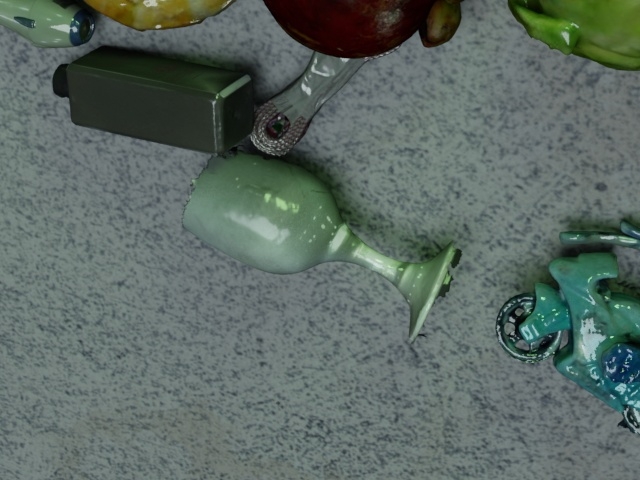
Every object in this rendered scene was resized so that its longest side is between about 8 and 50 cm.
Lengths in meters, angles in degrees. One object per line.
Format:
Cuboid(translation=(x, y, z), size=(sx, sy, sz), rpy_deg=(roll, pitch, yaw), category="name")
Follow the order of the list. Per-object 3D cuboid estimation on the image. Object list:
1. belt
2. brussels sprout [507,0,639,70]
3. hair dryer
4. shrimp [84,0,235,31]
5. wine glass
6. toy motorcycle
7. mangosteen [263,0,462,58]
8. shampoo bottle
Cuboid(translation=(0.000, -0.182, 1.506), size=(0.071, 0.053, 0.232), rpy_deg=(43, 124, -9), category="belt")
Cuboid(translation=(0.306, -0.287, 1.247), size=(0.294, 0.227, 0.259), rpy_deg=(-14, 130, 16), category="brussels sprout")
Cuboid(translation=(-0.346, -0.318, 1.539), size=(0.167, 0.067, 0.199), rpy_deg=(2, 110, 23), category="hair dryer")
Cuboid(translation=(-0.186, -0.432, 1.395), size=(0.272, 0.085, 0.445), rpy_deg=(-7, 116, 12), category="shrimp")
Cuboid(translation=(0.000, 0.000, 1.565), size=(0.321, 0.143, 0.143), rpy_deg=(26, 125, 1), category="wine glass")
Cuboid(translation=(0.348, 0.098, 1.523), size=(0.260, 0.154, 0.206), rpy_deg=(33, 101, 1), category="toy motorcycle")
Cuboid(translation=(0.061, -0.280, 1.348), size=(0.258, 0.215, 0.215), rpy_deg=(13, 128, -23), category="mangosteen")
Cuboid(translation=(-0.198, -0.165, 1.541), size=(0.246, 0.080, 0.079), rpy_deg=(13, 121, 24), category="shampoo bottle")
